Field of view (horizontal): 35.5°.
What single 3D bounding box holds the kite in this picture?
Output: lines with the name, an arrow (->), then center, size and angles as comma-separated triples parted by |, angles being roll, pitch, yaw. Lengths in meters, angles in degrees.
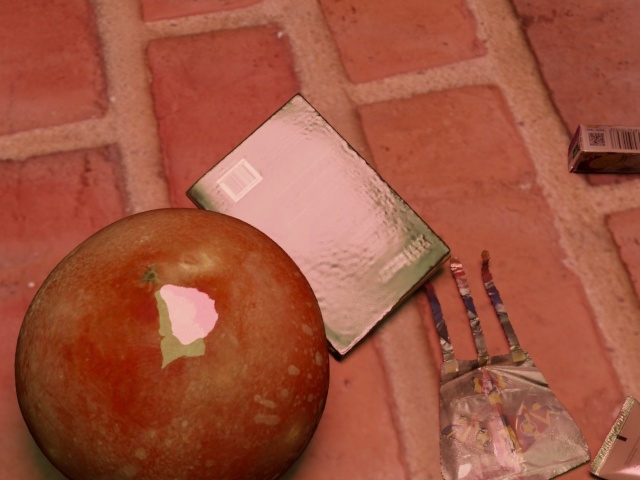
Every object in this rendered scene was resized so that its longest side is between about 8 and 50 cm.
kite -> 0.160, 0.122, 0.965 | 0.141, 0.015, 0.245 | -9, 63, -9

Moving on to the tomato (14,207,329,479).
tomato -> -0.126, 0.094, 0.854 | 0.270, 0.222, 0.270 | 2, 56, -3

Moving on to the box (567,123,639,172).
box -> 0.376, -0.097, 1.086 | 0.207, 0.050, 0.041 | 1, 63, -2

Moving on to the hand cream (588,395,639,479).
hand cream -> 0.344, 0.218, 0.897 | 0.186, 0.054, 0.087 | 28, 66, 21

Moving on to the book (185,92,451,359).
book -> -0.001, -0.017, 0.998 | 0.160, 0.024, 0.228 | -42, 83, -11
